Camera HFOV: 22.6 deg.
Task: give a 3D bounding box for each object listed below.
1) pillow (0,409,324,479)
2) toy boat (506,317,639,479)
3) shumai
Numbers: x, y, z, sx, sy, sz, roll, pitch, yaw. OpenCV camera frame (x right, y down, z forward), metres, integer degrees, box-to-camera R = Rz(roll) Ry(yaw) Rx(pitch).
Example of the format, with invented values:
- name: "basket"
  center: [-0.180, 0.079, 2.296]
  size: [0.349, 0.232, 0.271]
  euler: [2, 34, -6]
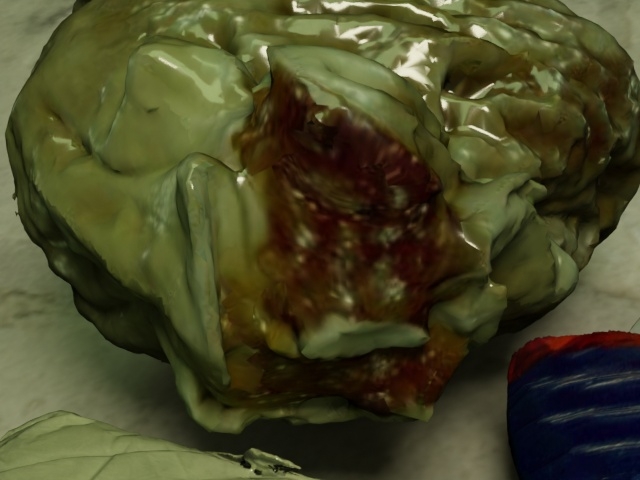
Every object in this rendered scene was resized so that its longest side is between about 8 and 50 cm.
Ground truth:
- name: "pillow"
  center: [-0.055, 0.155, 0.453]
  size: [0.281, 0.076, 0.274]
  euler: [5, 33, 32]
- name: "toy boat"
  center: [0.173, 0.016, 0.592]
  size: [0.219, 0.072, 0.318]
  euler: [-18, 24, 26]
- name: "shumai"
  center: [0.000, -0.001, 0.604]
  size: [0.256, 0.189, 0.218]
  euler: [-1, 23, 3]
